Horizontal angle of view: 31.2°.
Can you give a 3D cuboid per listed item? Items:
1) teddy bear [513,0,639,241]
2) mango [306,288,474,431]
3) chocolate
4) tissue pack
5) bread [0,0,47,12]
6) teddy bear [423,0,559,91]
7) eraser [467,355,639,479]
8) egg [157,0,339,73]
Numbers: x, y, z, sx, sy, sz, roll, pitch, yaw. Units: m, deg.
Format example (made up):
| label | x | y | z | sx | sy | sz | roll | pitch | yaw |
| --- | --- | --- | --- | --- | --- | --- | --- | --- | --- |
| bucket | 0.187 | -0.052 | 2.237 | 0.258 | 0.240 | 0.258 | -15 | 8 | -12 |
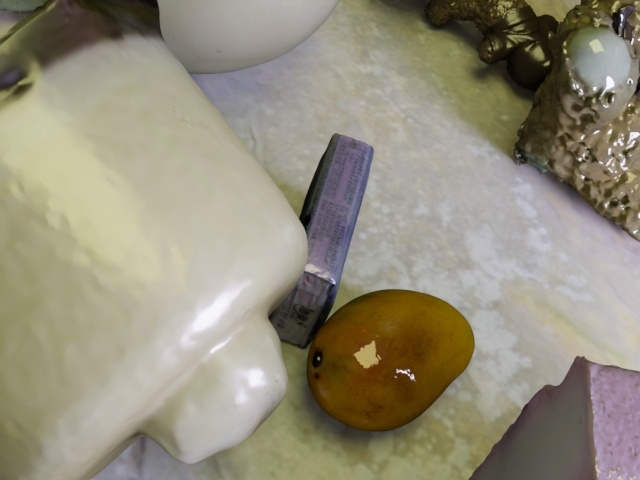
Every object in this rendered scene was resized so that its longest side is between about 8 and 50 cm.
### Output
| label | x | y | z | sx | sy | sz | roll | pitch | yaw |
| --- | --- | --- | --- | --- | --- | --- | --- | --- | --- |
| teddy bear | 0.304 | -0.158 | 1.157 | 0.156 | 0.267 | 0.256 | 7 | 51 | 44 |
| mango | 0.058 | 0.093 | 0.957 | 0.111 | 0.089 | 0.163 | 54 | 48 | -4 |
| chocolate | -0.162 | 0.028 | 0.823 | 0.297 | 0.314 | 0.326 | 46 | 14 | -6 |
| tissue pack | 0.000 | 0.000 | 0.988 | 0.051 | 0.112 | 0.156 | 19 | 53 | -2 |
| bread | -0.318 | -0.330 | 1.172 | 0.267 | 0.040 | 0.267 | 8 | 55 | -11 |
| teddy bear | 0.201 | -0.233 | 1.236 | 0.119 | 0.078 | 0.160 | -30 | 67 | -35 |
| eraser | 0.300 | 0.221 | 0.827 | 0.359 | 0.272 | 0.122 | 14 | 51 | -9 |
| egg | -0.097 | -0.268 | 1.083 | 0.269 | 0.219 | 0.219 | -22 | 65 | -27 |
